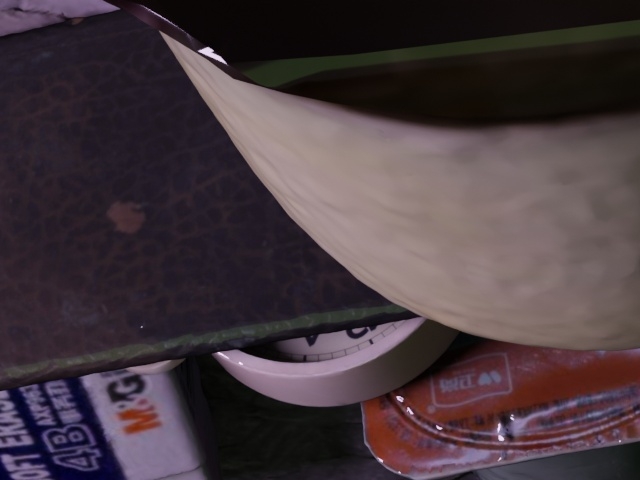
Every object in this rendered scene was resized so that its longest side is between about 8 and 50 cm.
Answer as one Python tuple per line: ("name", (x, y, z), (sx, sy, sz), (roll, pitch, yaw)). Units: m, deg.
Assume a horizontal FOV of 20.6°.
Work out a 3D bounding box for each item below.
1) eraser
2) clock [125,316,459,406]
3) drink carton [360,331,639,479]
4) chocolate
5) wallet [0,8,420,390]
("eraser", (-0.139, 0.071, 0.991), (0.130, 0.086, 0.287), (-9, 143, 4))
("clock", (0.000, 0.000, 0.846), (0.229, 0.155, 0.063), (-29, 154, 0))
("drink carton", (0.130, 0.050, 0.929), (0.186, 0.191, 0.189), (-15, 152, 14))
("chocolate", (0.073, -0.111, 0.591), (0.326, 0.314, 0.297), (-6, 147, 0))
("wallet", (-0.084, -0.024, 0.813), (0.321, 0.170, 0.044), (-11, 167, 7))
